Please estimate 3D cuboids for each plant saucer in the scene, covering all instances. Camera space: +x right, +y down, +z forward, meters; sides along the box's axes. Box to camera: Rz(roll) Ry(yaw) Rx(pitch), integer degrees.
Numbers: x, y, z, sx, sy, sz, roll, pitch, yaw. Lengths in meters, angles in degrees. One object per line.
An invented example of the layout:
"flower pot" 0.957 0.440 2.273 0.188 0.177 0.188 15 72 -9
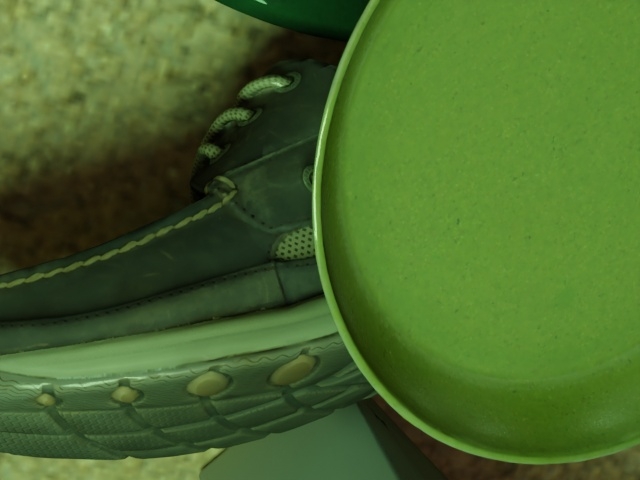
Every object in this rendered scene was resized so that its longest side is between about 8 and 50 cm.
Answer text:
"plant saucer" 0.099 -0.034 0.684 0.241 0.037 0.241 -9 111 -24

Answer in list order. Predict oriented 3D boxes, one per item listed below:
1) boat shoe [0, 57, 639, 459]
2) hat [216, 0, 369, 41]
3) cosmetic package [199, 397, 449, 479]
"boat shoe" 0.000 0.000 0.773 0.355 0.132 0.130 -11 71 -23
"hat" 0.014 -0.203 0.720 0.173 0.208 0.183 20 73 2
"cosmetic package" 0.099 0.239 0.751 0.097 0.377 0.284 -39 113 3
